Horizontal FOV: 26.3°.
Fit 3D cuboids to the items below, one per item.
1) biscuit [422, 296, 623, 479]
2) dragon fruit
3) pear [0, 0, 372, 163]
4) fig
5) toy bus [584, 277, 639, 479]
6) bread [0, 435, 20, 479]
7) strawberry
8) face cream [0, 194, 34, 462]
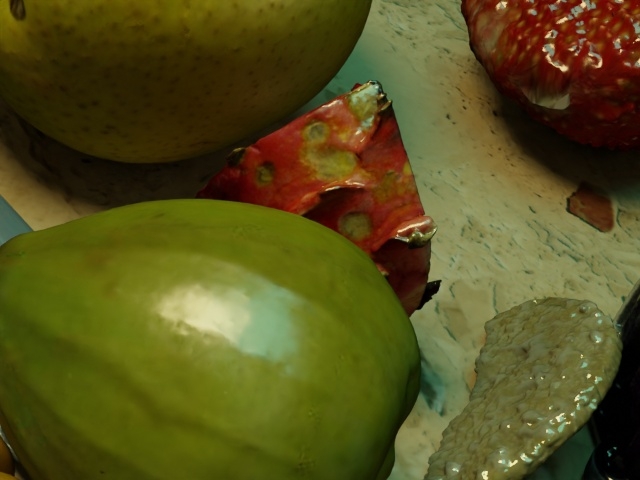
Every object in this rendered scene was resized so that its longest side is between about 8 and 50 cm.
[{"bbox_3d":[0.155,0.103,0.985,0.032,0.133,0.250,53,35,-14],"label":"biscuit"},{"bbox_3d":[-0.006,0.009,0.990,0.126,0.274,0.161,-30,84,-22],"label":"dragon fruit"},{"bbox_3d":[-0.125,-0.241,1.132,0.362,0.362,0.418,30,23,19],"label":"pear"},{"bbox_3d":[-0.081,0.078,0.814,0.271,0.239,0.239,29,37,-4],"label":"fig"},{"bbox_3d":[0.296,0.170,0.923,0.179,0.143,0.305,9,36,-12],"label":"toy bus"},{"bbox_3d":[-0.229,0.177,0.745,0.172,0.121,0.311,-16,48,-36],"label":"bread"},{"bbox_3d":[0.286,-0.207,1.327,0.312,0.267,0.351,9,37,30],"label":"strawberry"},{"bbox_3d":[-0.263,0.001,0.995,0.135,0.086,0.385,-21,55,-39],"label":"face cream"}]
